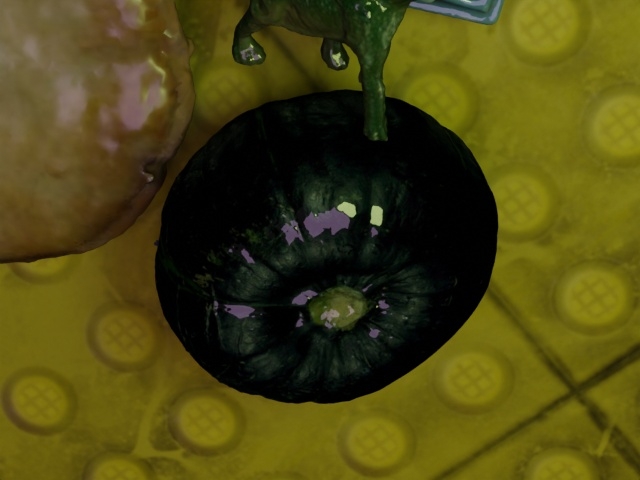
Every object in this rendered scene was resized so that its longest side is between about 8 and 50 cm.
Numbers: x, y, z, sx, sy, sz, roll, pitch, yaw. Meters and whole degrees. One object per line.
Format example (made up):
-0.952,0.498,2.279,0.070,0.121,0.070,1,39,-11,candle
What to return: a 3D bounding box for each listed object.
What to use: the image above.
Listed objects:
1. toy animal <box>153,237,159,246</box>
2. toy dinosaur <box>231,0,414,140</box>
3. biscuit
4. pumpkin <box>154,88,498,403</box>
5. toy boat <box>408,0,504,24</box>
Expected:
-0.121,-0.006,1.457,0.084,0.028,0.050,-35,98,20,toy animal
0.016,-0.231,1.143,0.447,0.087,0.301,29,145,20,toy dinosaur
-0.335,-0.174,1.364,0.446,0.104,0.429,-3,114,11,biscuit
0.000,0.000,1.341,0.315,0.238,0.315,-8,132,-9,pumpkin
0.017,-0.289,1.262,0.331,0.133,0.145,21,115,-3,toy boat
